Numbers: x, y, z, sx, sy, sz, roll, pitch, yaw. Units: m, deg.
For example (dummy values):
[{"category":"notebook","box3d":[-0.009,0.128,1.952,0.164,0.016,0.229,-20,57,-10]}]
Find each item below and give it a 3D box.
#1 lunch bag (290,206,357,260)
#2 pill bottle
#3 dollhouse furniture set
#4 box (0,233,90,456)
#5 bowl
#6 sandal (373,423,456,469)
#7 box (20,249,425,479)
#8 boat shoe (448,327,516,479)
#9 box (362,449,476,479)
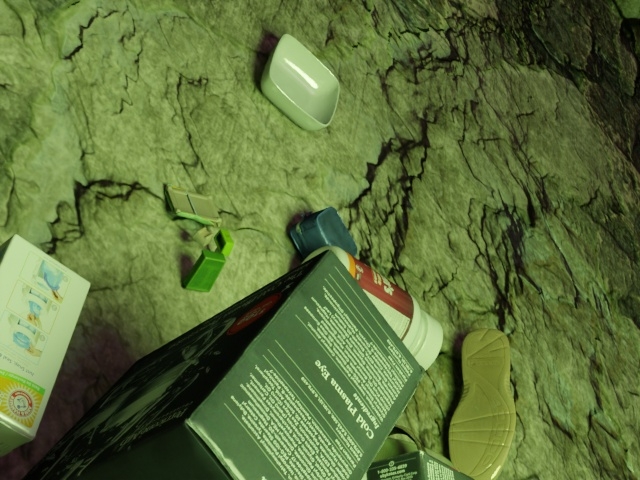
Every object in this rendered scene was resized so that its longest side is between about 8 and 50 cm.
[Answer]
[{"category":"lunch bag","box3d":[0.000,0.000,1.662,0.098,0.065,0.067,61,34,-4]},{"category":"pill bottle","box3d":[0.068,0.108,1.613,0.221,0.121,0.121,33,42,-30]},{"category":"dollhouse furniture set","box3d":[-0.170,-0.003,1.504,0.076,0.059,0.152,12,36,-36]},{"category":"box","box3d":[-0.335,0.115,1.145,0.103,0.114,0.203,38,41,-27]},{"category":"bowl","box3d":[-0.039,-0.250,1.814,0.142,0.053,0.142,40,39,-22]},{"category":"sandal","box3d":[0.087,0.300,1.522,0.302,0.086,0.120,29,45,-33]},{"category":"box","box3d":[-0.115,0.212,1.135,0.179,0.343,0.312,52,36,-9]},{"category":"boat shoe","box3d":[0.259,0.271,1.737,0.092,0.102,0.285,70,21,-45]},{"category":"box","box3d":[0.123,0.369,1.337,0.270,0.165,0.143,38,42,-48]}]
